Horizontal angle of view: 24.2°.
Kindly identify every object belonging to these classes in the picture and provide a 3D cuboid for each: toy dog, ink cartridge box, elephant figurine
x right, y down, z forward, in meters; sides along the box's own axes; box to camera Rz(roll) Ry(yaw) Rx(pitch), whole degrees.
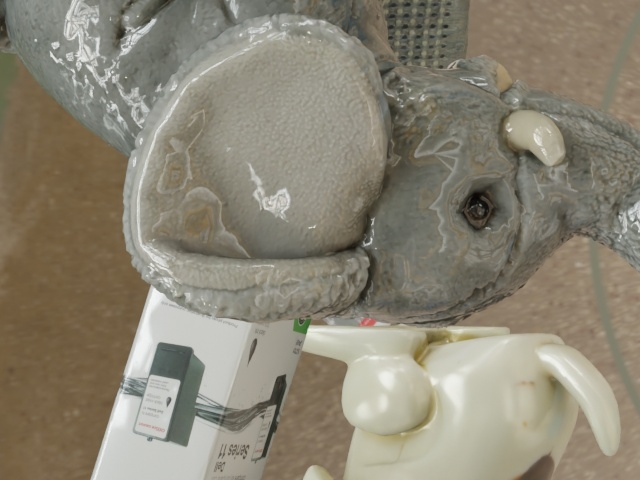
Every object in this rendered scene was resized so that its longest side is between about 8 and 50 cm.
[{"bbox_3d":[0.155,0.300,1.669,0.395,0.284,0.408,2,89,28],"label":"toy dog"},{"bbox_3d":[-0.082,0.106,1.124,0.087,0.153,0.208,17,87,16],"label":"ink cartridge box"},{"bbox_3d":[0.003,-0.034,0.505,0.186,0.169,0.239,-39,72,47],"label":"elephant figurine"}]

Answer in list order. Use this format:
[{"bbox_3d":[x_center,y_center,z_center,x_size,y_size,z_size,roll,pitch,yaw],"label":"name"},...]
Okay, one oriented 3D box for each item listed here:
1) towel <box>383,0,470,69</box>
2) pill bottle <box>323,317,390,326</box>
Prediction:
[{"bbox_3d":[0.024,-0.259,1.792,0.324,0.312,0.056,-2,49,-5],"label":"towel"},{"bbox_3d":[0.000,0.000,2.006,0.283,0.161,0.161,40,108,1],"label":"pill bottle"}]
